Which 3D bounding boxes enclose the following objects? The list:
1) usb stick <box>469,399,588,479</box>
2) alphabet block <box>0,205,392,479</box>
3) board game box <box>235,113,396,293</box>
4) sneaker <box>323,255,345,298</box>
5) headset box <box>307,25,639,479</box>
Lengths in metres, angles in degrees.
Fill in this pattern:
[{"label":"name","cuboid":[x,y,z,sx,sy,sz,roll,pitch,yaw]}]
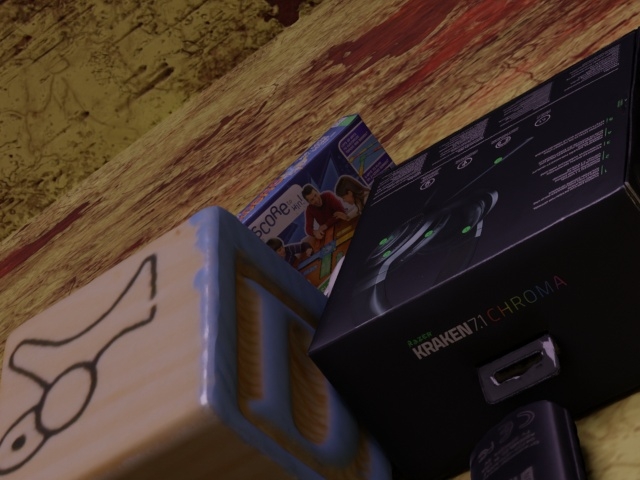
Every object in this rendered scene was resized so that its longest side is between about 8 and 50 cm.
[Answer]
[{"label":"usb stick","cuboid":[0.118,0.173,0.814,0.077,0.045,0.278,-41,15,17]},{"label":"alphabet block","cuboid":[-0.085,0.131,1.015,0.197,0.193,0.192,-30,36,24]},{"label":"board game box","cuboid":[0.000,0.000,1.378,0.201,0.136,0.035,-43,16,-20]},{"label":"sneaker","cuboid":[0.008,0.088,1.226,0.121,0.079,0.217,-53,-5,21]},{"label":"headset box","cuboid":[0.144,0.010,1.046,0.246,0.131,0.283,-30,18,25]}]
